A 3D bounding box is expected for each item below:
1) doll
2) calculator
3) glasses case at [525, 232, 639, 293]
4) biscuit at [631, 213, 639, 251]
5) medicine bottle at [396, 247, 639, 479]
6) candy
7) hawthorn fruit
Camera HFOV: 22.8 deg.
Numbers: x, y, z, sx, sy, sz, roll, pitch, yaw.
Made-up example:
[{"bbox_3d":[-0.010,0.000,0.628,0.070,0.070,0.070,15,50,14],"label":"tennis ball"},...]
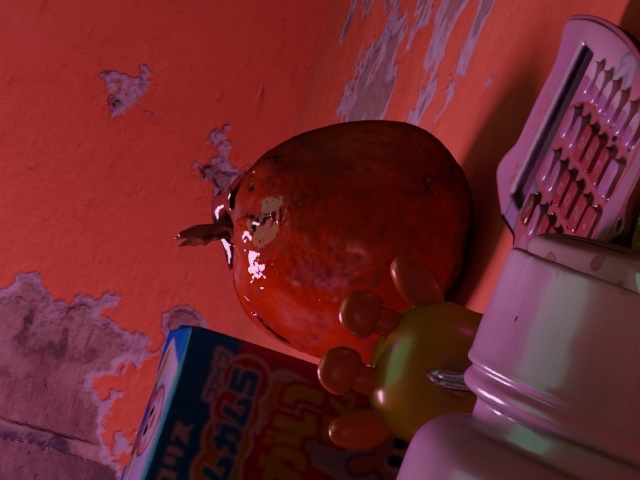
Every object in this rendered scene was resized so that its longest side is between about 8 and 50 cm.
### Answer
[{"bbox_3d":[0.107,0.107,1.127,0.135,0.221,0.143,-156,89,-84],"label":"doll"},{"bbox_3d":[0.222,-0.066,1.332,0.329,0.048,0.220,-95,28,-67],"label":"calculator"},{"bbox_3d":[0.200,0.041,1.140,0.204,0.051,0.081,-162,70,-70],"label":"glasses case"},{"bbox_3d":[0.250,-0.012,1.139,0.084,0.023,0.084,-160,90,-82],"label":"biscuit"},{"bbox_3d":[0.122,0.211,0.848,0.213,0.214,0.378,-147,77,-80],"label":"medicine bottle"},{"bbox_3d":[0.007,0.185,1.247,0.100,0.306,0.157,160,129,-76],"label":"candy"},{"bbox_3d":[0.000,0.000,1.693,0.276,0.307,0.276,-174,90,-78],"label":"hawthorn fruit"}]
